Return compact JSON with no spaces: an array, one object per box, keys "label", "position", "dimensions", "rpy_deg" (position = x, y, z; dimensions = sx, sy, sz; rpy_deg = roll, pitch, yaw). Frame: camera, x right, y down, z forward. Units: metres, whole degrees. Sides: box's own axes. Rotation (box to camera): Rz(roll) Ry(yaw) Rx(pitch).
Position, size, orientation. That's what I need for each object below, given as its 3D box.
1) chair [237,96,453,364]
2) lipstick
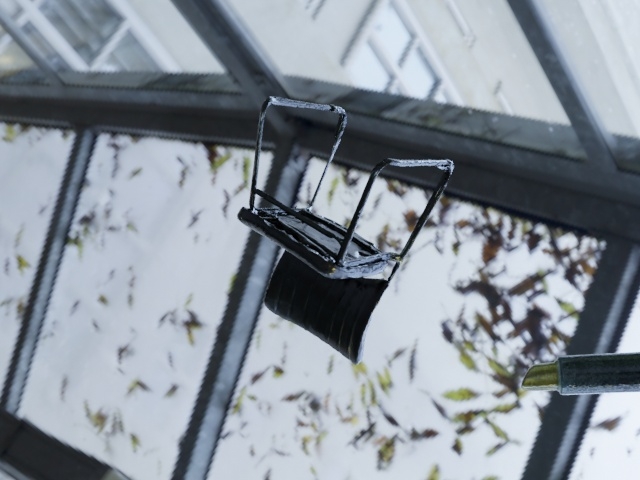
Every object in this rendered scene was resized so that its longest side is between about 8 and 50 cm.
[{"label":"chair","position":[0.000,0.000,0.954],"dimensions":[0.140,0.145,0.221],"rpy_deg":[31,-71,28]},{"label":"lipstick","position":[0.183,0.082,0.652],"dimensions":[0.116,0.037,0.037],"rpy_deg":[-2,-135,5]}]
